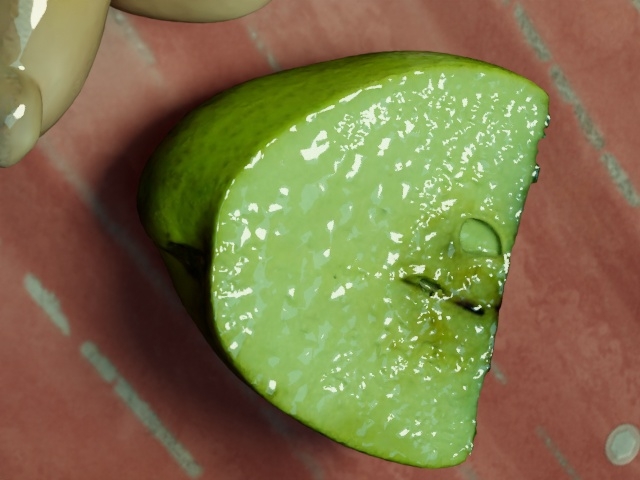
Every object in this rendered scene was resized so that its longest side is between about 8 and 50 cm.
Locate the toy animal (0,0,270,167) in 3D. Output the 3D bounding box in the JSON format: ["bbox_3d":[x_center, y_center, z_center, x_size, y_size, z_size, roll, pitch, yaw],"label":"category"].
[{"bbox_3d":[-0.109,-0.196,0.965,0.247,0.277,0.345,2,99,-41],"label":"toy animal"}]

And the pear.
[{"bbox_3d":[0.000,0.000,1.120,0.292,0.159,0.292,-5,101,-25],"label":"pear"}]
